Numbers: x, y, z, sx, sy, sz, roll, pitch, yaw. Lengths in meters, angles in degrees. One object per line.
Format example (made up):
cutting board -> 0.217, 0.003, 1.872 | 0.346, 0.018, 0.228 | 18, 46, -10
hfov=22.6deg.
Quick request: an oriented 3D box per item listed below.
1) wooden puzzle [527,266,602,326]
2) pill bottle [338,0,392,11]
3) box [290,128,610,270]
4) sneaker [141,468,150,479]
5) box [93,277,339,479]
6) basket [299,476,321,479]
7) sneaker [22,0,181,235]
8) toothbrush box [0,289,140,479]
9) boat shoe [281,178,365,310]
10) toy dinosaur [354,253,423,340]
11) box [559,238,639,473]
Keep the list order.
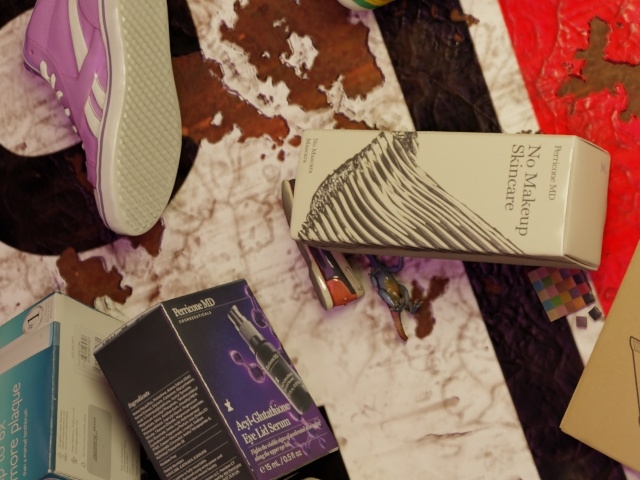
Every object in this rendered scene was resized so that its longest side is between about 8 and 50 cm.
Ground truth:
wooden puzzle -> 0.221, 0.043, 1.463 | 0.049, 0.006, 0.083 | -28, 84, 32
pill bottle -> 0.099, -0.289, 1.413 | 0.208, 0.117, 0.118 | -19, 88, 32
box -> 0.115, -0.039, 1.448 | 0.275, 0.094, 0.113 | 2, 83, 31
sneaker -> -0.276, 0.283, 1.772 | 0.208, 0.081, 0.094 | -43, 68, 24
box -> -0.103, 0.158, 1.594 | 0.108, 0.153, 0.207 | -35, 81, 31
basket -> 0.020, 0.312, 1.573 | 0.167, 0.113, 0.103 | 19, 104, 27
sneaker -> -0.233, -0.144, 1.658 | 0.161, 0.102, 0.282 | -2, 87, 35
toothbrush box -> -0.332, 0.220, 1.704 | 0.295, 0.126, 0.216 | -30, 47, 33
boat shoe -> 0.000, 0.000, 1.570 | 0.043, 0.049, 0.137 | -21, 83, -10
toy dinosaur -> 0.057, 0.041, 1.545 | 0.082, 0.047, 0.090 | 44, 131, 39
box -> 0.319, 0.118, 1.409 | 0.164, 0.021, 0.201 | 28, 111, 24
